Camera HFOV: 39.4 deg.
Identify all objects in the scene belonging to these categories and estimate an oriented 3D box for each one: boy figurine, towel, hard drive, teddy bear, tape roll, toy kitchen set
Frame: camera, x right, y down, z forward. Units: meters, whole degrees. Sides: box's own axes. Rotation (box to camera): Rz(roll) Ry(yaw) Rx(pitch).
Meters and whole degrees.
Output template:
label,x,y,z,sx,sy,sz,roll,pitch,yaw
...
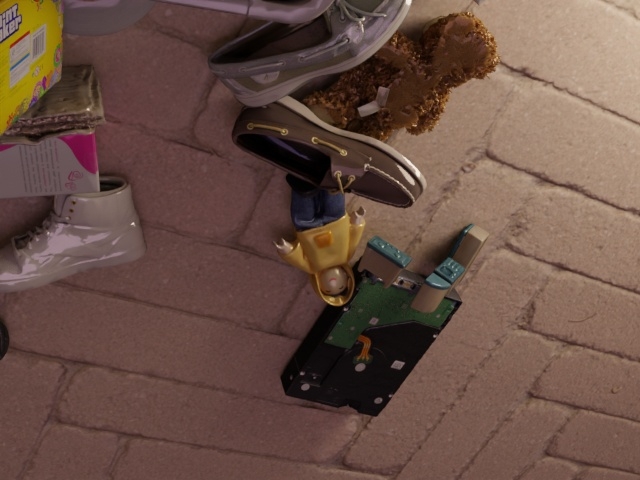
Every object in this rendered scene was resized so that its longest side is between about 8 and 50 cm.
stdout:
label,x,y,z,sx,sy,sz,roll,pitch,yaw
boy figurine,0.000,0.000,1.610,0.177,0.092,0.285,-17,126,-14
towel,-0.451,-0.191,1.273,0.282,0.187,0.049,-6,122,-12
hard drive,0.099,0.200,1.804,0.237,0.064,0.339,18,119,-27
teddy bear,0.123,-0.260,1.461,0.245,0.113,0.338,28,121,-24
tape roll,-0.323,-0.397,1.232,0.219,0.072,0.219,-8,127,-10
toy kitchen set,0.194,0.019,1.678,0.166,0.207,0.122,34,118,13

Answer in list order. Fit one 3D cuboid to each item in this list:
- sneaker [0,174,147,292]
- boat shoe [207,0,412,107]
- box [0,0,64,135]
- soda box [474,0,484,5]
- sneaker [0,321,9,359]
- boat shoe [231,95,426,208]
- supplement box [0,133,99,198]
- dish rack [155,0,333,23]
label,x,y,z,sx,sy,sz,roll,pitch,yaw
sneaker,-0.442,-0.023,1.458,0.293,0.108,0.169,-16,127,-17
boat shoe,-0.015,-0.311,1.335,0.321,0.118,0.103,-24,148,19
box,-0.504,-0.253,1.094,0.279,0.290,0.177,13,123,1
soda box,0.181,-0.486,1.303,0.091,0.098,0.286,-38,126,12
sneaker,-0.709,0.177,1.525,0.331,0.146,0.122,-5,103,-40
boat shoe,0.014,-0.128,1.436,0.324,0.096,0.116,28,147,-6
supplement box,-0.453,-0.138,1.358,0.220,0.114,0.111,-4,125,-13
dish rack,-0.125,-0.369,0.835,0.333,0.072,0.285,4,112,-21
